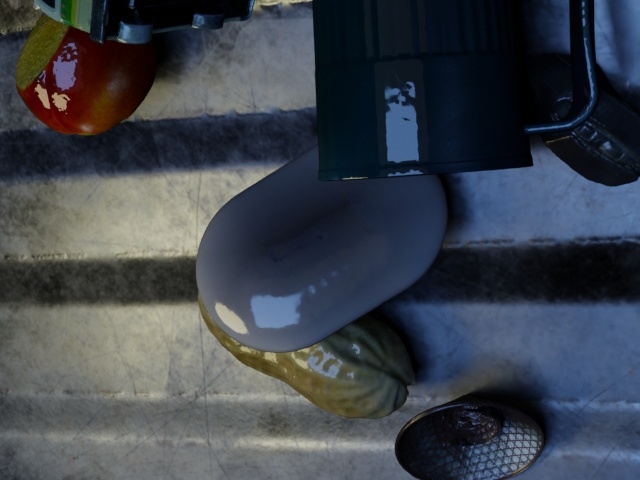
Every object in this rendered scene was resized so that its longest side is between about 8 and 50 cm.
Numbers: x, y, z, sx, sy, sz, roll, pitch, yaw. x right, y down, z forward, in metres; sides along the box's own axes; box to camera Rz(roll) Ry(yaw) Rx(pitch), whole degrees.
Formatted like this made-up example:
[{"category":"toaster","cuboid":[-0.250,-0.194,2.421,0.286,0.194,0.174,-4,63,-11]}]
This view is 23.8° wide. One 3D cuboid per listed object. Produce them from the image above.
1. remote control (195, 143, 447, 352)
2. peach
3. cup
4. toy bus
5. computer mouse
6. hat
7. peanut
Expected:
[{"category":"remote control","cuboid":[0.000,0.000,1.874,0.332,0.103,0.221,-31,69,1]},{"category":"peach","cuboid":[-0.309,-0.238,1.953,0.190,0.190,0.192,-5,123,27]},{"category":"cup","cuboid":[0.131,-0.219,1.688,0.308,0.242,0.292,-3,93,41]},{"category":"toy bus","cuboid":[-0.210,-0.328,1.828,0.164,0.276,0.134,22,114,31]},{"category":"computer mouse","cuboid":[0.304,-0.142,1.764,0.192,0.062,0.106,45,118,8]},{"category":"hat","cuboid":[0.188,0.232,1.941,0.193,0.082,0.193,-1,139,-1]},{"category":"peanut","cuboid":[-0.025,0.126,1.968,0.313,0.149,0.149,28,117,20]}]
